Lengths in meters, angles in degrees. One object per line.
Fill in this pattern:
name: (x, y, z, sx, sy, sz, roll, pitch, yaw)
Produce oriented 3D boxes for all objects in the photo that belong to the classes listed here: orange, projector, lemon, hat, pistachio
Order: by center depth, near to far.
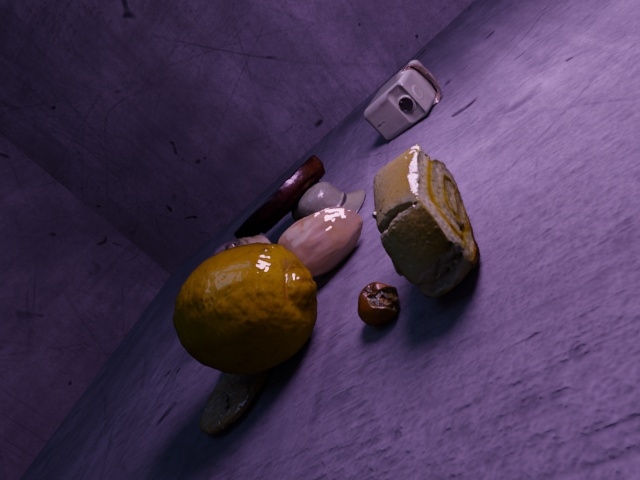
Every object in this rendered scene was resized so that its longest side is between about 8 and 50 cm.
orange: (0.097, 0.109, 0.776, 0.086, 0.062, 0.086, -43, 15, 14)
lemon: (-0.159, 0.147, 0.930, 0.316, 0.285, 0.285, -52, 15, 13)
pistachio: (0.000, 0.000, 1.110, 0.229, 0.157, 0.157, -34, 16, -3)
hat: (0.007, -0.108, 1.378, 0.257, 0.130, 0.257, -41, 17, 15)
projector: (0.292, -0.493, 1.537, 0.242, 0.163, 0.177, -29, 25, 50)

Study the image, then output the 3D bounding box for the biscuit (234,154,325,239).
biscuit: (-0.138, -0.135, 1.562, 0.407, 0.091, 0.407, -44, 9, 8)

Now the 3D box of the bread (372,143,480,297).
bread: (0.167, -0.030, 0.726, 0.124, 0.186, 0.257, -31, 30, 30)

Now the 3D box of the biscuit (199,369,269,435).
biscuit: (-0.191, 0.335, 0.988, 0.219, 0.033, 0.220, -40, 15, 13)

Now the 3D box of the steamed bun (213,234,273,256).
steamed bun: (-0.257, 0.102, 1.390, 0.280, 0.207, 0.268, -40, 18, 24)

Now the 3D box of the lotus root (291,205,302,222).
lotus root: (-0.057, -0.128, 1.675, 0.143, 0.070, 0.144, -46, 16, -4)
